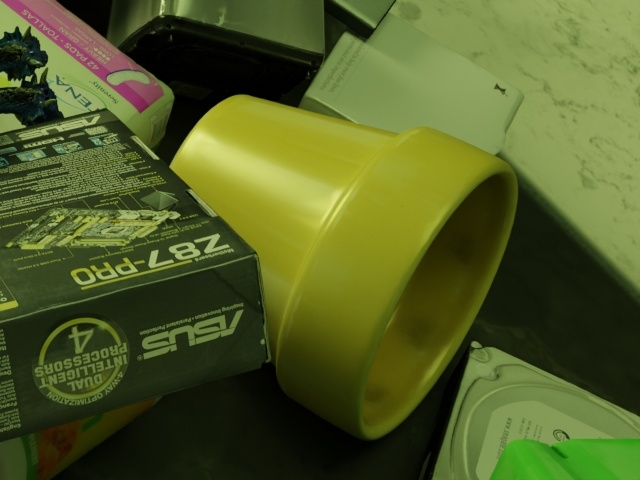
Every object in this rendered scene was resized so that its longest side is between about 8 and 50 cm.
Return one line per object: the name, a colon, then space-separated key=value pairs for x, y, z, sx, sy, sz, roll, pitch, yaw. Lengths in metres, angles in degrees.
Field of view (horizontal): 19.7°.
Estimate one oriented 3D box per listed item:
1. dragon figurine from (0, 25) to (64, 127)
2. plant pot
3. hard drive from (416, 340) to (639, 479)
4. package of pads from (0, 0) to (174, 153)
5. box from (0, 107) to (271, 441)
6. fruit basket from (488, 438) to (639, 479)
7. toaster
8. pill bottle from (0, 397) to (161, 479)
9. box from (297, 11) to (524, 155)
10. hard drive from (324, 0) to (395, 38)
dragon figurine: x=-0.308 y=-0.127 z=1.358 sx=0.289 sy=0.144 sz=0.085 roll=25 pitch=36 yaw=-60
plant pot: x=0.000 y=0.000 z=1.523 sx=0.239 sy=0.254 sz=0.254 roll=28 pitch=41 yaw=18
hard drive: x=0.247 y=0.234 z=1.525 sx=0.339 sy=0.064 sz=0.237 roll=27 pitch=34 yaw=0
package of pads: x=-0.302 y=-0.132 z=1.562 sx=0.296 sy=0.101 sz=0.229 roll=37 pitch=42 yaw=6
box: x=-0.274 y=0.034 z=1.255 sx=0.395 sy=0.097 sz=0.318 roll=-15 pitch=25 yaw=-21
fruit basket: x=0.198 y=0.354 z=1.201 sx=0.283 sy=0.392 sz=0.392 roll=3 pitch=50 yaw=-28
toaster: x=-0.106 y=-0.193 z=1.668 sx=0.186 sy=0.168 sz=0.110 roll=12 pitch=70 yaw=-23
pill bottle: x=-0.197 y=0.092 z=1.386 sx=0.136 sy=0.136 sz=0.246 roll=43 pitch=44 yaw=12
box: x=0.069 y=-0.099 z=1.730 sx=0.182 sy=0.119 sz=0.181 roll=32 pitch=42 yaw=0
hard drive: x=0.010 y=-0.255 z=1.729 sx=0.135 sy=0.022 sz=0.094 roll=34 pitch=45 yaw=-1
